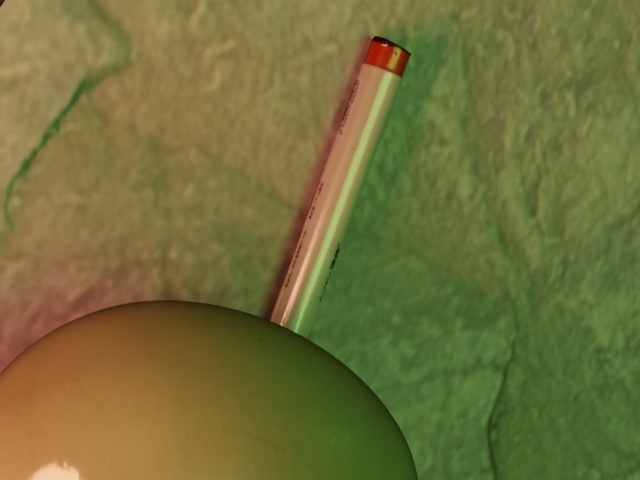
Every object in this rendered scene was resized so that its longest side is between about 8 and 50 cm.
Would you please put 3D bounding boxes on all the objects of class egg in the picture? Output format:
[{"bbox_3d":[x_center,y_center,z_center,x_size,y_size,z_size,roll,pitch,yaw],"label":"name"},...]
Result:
[{"bbox_3d":[-0.059,0.127,0.845,0.253,0.188,0.188,11,97,-34],"label":"egg"}]

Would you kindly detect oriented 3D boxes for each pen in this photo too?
[{"bbox_3d":[0.000,0.000,0.953,0.028,0.028,0.239,19,91,-38],"label":"pen"}]

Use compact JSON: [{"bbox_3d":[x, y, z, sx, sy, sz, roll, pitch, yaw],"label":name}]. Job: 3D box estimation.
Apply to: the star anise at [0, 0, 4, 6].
[{"bbox_3d":[-0.176,-0.221,0.708,0.212,0.129,0.283,-29,123,-49],"label":"star anise"}]
